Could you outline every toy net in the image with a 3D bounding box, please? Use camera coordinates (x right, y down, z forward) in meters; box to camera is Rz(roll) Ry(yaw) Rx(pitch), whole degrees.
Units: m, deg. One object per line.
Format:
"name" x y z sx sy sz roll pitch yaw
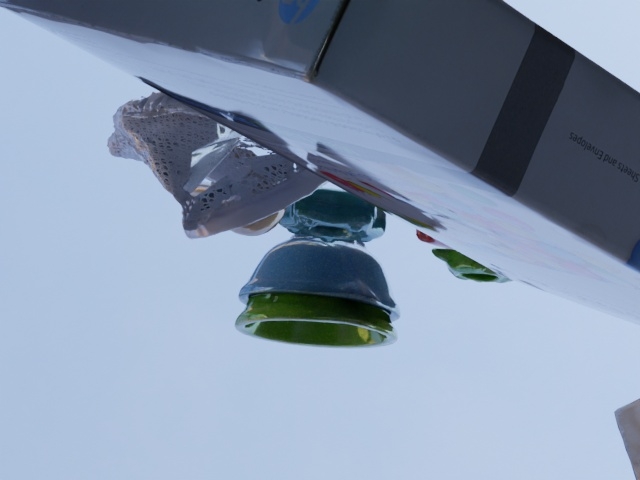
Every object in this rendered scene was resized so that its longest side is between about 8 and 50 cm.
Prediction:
"toy net" 0.000 0.000 0.708 0.122 0.232 0.045 3 -103 20

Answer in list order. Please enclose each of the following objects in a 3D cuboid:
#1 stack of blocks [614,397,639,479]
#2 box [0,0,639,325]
"stack of blocks" 0.223 0.175 0.625 0.171 0.087 0.297 4 -118 -46
"box" 0.032 -0.025 0.463 0.186 0.145 0.038 26 -93 -36
